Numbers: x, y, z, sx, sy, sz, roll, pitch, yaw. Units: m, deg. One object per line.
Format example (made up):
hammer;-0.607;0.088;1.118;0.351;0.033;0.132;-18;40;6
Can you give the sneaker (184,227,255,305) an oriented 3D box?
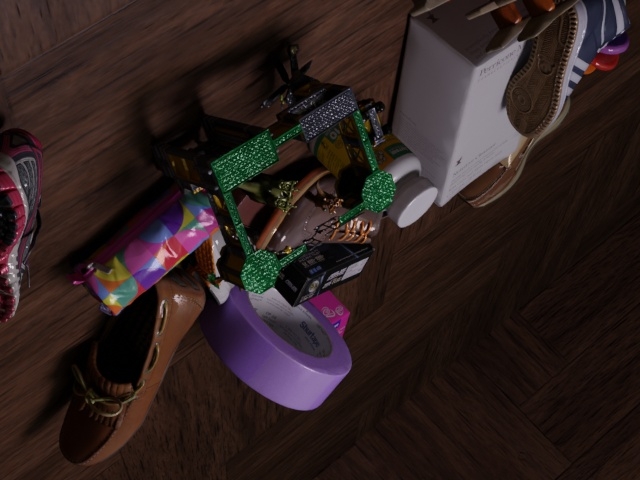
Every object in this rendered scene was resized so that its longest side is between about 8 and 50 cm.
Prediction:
sneaker;-0.161;0.006;1.826;0.121;0.099;0.262;-46;168;-15

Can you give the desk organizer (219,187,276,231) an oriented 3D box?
desk organizer;-0.123;-0.055;1.822;0.050;0.047;0.130;-52;160;6

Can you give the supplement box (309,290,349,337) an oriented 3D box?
supplement box;-0.029;0.196;2.382;0.111;0.114;0.220;-32;154;-27

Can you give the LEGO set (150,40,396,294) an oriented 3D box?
LEGO set;-0.075;-0.094;1.587;0.331;0.192;0.255;-41;123;-21

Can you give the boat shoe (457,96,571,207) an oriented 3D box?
boat shoe;0.390;-0.219;2.372;0.324;0.122;0.120;-52;154;-2

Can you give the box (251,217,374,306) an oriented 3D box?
box;-0.021;0.016;2.003;0.180;0.147;0.077;-22;150;-43

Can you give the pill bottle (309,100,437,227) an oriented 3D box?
pill bottle;0.089;-0.122;1.852;0.117;0.208;0.117;-37;158;-17

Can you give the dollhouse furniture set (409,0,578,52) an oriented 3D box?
dollhouse furniture set;0.208;-0.397;1.530;0.135;0.262;0.259;-38;-168;-21

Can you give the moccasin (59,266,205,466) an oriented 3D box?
moccasin;-0.324;0.211;1.832;0.380;0.139;0.147;-52;157;21

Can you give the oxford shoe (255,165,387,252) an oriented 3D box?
oxford shoe;0.033;-0.050;1.942;0.363;0.133;0.130;-33;161;-45

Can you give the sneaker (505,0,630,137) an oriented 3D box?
sneaker;0.400;-0.294;1.831;0.153;0.099;0.282;-31;151;-31

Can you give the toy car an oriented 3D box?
toy car;0.544;-0.405;2.247;0.159;0.136;0.182;-31;156;-30

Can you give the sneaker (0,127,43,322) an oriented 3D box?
sneaker;-0.384;-0.006;1.353;0.299;0.120;0.112;-55;-172;47

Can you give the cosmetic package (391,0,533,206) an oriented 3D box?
cosmetic package;0.254;-0.263;1.956;0.217;0.156;0.385;-37;158;-22

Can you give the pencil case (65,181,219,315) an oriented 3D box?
pencil case;-0.247;0.006;1.642;0.236;0.104;0.104;-41;159;-9

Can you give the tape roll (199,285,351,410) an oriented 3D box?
tape roll;-0.079;0.171;2.012;0.090;0.275;0.275;-50;158;17
